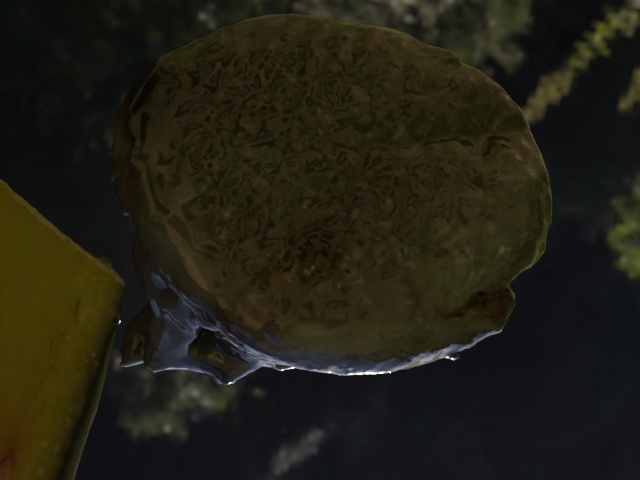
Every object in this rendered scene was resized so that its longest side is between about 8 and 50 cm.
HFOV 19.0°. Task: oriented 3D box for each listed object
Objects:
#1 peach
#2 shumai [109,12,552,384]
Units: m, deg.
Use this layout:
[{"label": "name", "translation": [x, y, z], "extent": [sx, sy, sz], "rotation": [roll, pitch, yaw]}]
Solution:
[{"label": "peach", "translation": [-0.295, 0.064, 1.192], "extent": [0.242, 0.306, 0.380], "rotation": [35, -178, -46]}, {"label": "shumai", "translation": [0.000, 0.000, 0.857], "extent": [0.201, 0.201, 0.120], "rotation": [15, 144, 8]}]
